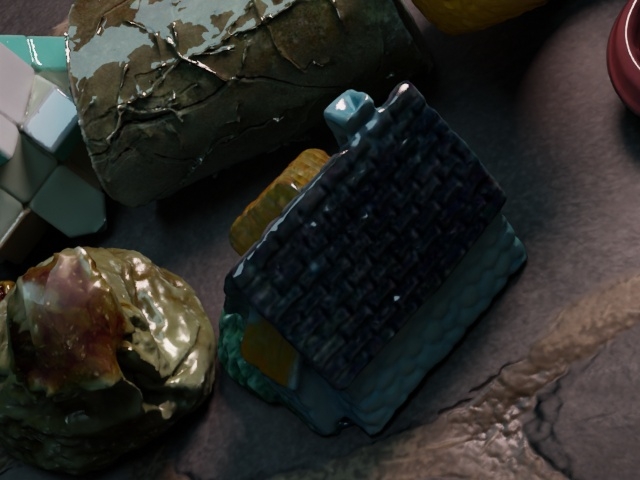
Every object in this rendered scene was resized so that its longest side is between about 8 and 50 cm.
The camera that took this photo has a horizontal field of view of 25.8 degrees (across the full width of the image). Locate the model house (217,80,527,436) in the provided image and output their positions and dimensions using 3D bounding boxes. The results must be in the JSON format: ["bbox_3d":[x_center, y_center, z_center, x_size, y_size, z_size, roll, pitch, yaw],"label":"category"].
[{"bbox_3d":[0.000,0.000,1.226,0.226,0.241,0.261,31,74,37],"label":"model house"}]

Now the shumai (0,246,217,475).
[{"bbox_3d":[-0.249,0.087,1.296,0.261,0.222,0.225,-8,58,28],"label":"shumai"}]

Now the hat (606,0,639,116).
[{"bbox_3d":[0.361,-0.175,1.276,0.205,0.089,0.205,-13,56,20],"label":"hat"}]

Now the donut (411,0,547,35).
[{"bbox_3d":[0.260,-0.335,1.308,0.435,0.163,0.377,-27,6,12],"label":"donut"}]

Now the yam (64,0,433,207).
[{"bbox_3d":[-0.077,-0.199,1.425,0.348,0.241,0.241,-22,49,6],"label":"yam"}]

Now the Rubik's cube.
[{"bbox_3d":[-0.326,-0.097,1.481,0.265,0.224,0.213,-48,34,-10],"label":"Rubik's cube"}]

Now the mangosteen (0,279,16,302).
[{"bbox_3d":[-0.330,0.079,1.438,0.081,0.081,0.081,-14,51,17],"label":"mangosteen"}]
